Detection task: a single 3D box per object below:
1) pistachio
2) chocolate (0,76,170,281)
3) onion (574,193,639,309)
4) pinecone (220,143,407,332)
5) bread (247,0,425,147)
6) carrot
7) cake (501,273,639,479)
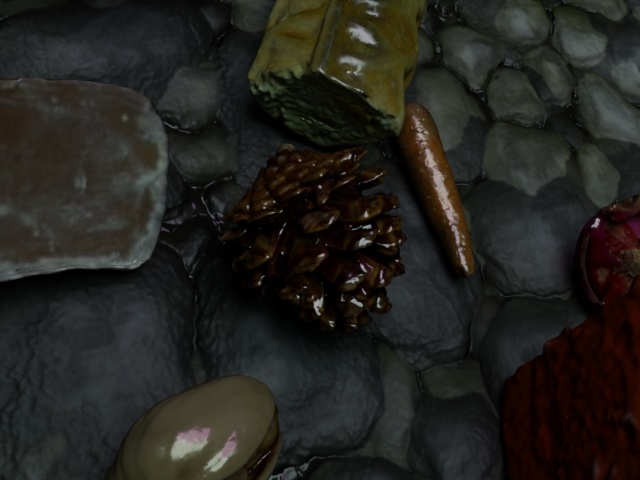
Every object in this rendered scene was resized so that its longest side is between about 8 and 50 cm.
[{"bbox_3d":[-0.091,0.162,0.701,0.113,0.113,0.149,51,44,8],"label":"pistachio"},{"bbox_3d":[-0.242,-0.052,0.711,0.254,0.080,0.157,-4,107,-44],"label":"chocolate"},{"bbox_3d":[0.336,0.016,0.930,0.150,0.150,0.140,47,21,6],"label":"onion"},{"bbox_3d":[0.000,0.000,0.787,0.173,0.173,0.173,8,62,-17],"label":"pinecone"},{"bbox_3d":[0.026,-0.221,0.915,0.152,0.130,0.268,17,59,-7],"label":"bread"},{"bbox_3d":[0.113,-0.049,0.913,0.047,0.047,0.191,-9,72,-24],"label":"carrot"},{"bbox_3d":[0.346,0.207,0.737,0.319,0.269,0.270,9,62,-15],"label":"cake"}]
